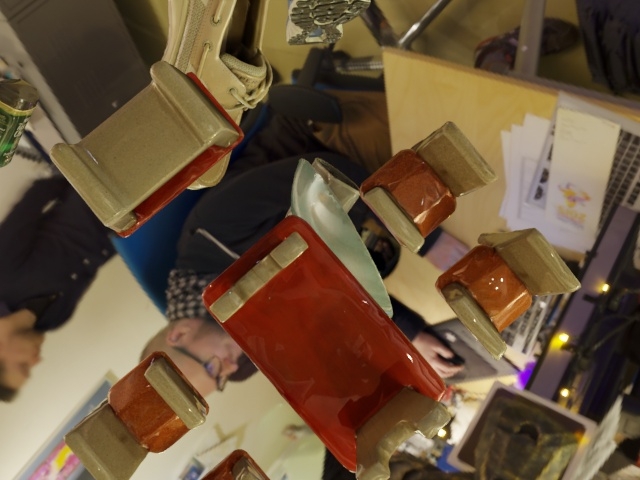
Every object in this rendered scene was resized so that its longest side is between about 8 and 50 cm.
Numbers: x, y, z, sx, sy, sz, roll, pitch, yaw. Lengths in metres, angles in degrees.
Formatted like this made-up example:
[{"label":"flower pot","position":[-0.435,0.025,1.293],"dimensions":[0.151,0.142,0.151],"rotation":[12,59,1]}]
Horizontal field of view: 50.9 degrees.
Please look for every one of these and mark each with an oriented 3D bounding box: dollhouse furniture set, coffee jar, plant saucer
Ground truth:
[{"label":"dollhouse furniture set","position":[-0.032,0.024,0.414],"dimensions":[0.259,0.262,0.135],"rotation":[50,178,-2]},{"label":"coffee jar","position":[-0.655,-0.244,1.391],"dimensions":[0.079,0.096,0.184],"rotation":[31,110,-8]},{"label":"plant saucer","position":[0.011,0.007,0.717],"dimensions":[0.195,0.037,0.195],"rotation":[60,174,11]}]

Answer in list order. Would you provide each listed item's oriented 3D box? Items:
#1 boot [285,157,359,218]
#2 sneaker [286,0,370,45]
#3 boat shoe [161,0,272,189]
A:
[{"label":"boot","position":[0.000,0.000,1.076],"dimensions":[0.189,0.208,0.076],"rotation":[44,-169,19]},{"label":"sneaker","position":[-0.005,-0.426,1.101],"dimensions":[0.330,0.129,0.147],"rotation":[-169,71,-78]},{"label":"boat shoe","position":[-0.109,-0.185,0.738],"dimensions":[0.098,0.109,0.303],"rotation":[24,120,22]}]
